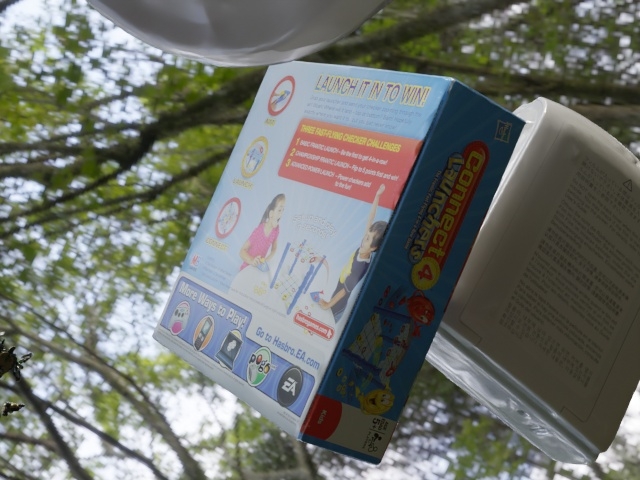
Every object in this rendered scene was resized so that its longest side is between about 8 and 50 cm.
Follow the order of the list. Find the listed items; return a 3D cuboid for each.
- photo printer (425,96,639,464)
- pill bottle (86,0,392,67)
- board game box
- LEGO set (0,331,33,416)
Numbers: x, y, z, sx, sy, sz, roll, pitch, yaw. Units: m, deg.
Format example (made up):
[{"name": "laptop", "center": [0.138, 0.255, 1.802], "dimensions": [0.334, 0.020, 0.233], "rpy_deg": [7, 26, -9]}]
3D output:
[{"name": "photo printer", "center": [0.235, 0.028, 1.146], "dimensions": [0.256, 0.107, 0.307], "rpy_deg": [39, -114, -17]}, {"name": "pill bottle", "center": [0.020, -0.196, 0.471], "dimensions": [0.301, 0.169, 0.169], "rpy_deg": [-48, -46, -51]}, {"name": "board game box", "center": [0.000, 0.000, 1.013], "dimensions": [0.086, 0.308, 0.301], "rpy_deg": [25, -92, -32]}, {"name": "LEGO set", "center": [-0.288, 0.118, 1.028], "dimensions": [0.054, 0.023, 0.083], "rpy_deg": [3, -78, -52]}]
